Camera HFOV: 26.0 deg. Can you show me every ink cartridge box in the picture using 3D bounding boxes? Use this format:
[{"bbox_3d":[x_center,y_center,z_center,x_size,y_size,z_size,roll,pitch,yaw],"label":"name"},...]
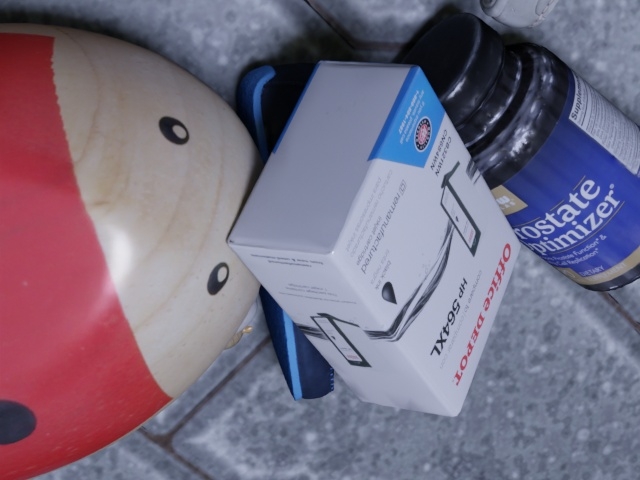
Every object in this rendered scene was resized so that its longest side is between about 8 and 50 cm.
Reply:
[{"bbox_3d":[0.045,0.002,0.917,0.203,0.085,0.148,51,54,-45],"label":"ink cartridge box"}]

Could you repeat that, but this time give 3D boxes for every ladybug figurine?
[{"bbox_3d":[-0.250,0.028,0.879,0.449,0.162,0.305,-20,99,4],"label":"ladybug figurine"}]

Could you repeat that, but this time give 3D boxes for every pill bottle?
[{"bbox_3d":[0.157,-0.065,1.008,0.219,0.123,0.123,34,102,-26],"label":"pill bottle"}]

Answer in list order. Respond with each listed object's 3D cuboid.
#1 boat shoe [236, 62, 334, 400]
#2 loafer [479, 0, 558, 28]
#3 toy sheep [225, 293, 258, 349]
[{"bbox_3d":[0.000,0.000,1.008,0.089,0.109,0.258,-11,119,-14],"label":"boat shoe"},{"bbox_3d":[0.225,-0.271,0.934,0.111,0.112,0.319,31,103,-17],"label":"loafer"},{"bbox_3d":[-0.086,0.024,1.004,0.091,0.091,0.132,-23,119,-4],"label":"toy sheep"}]
